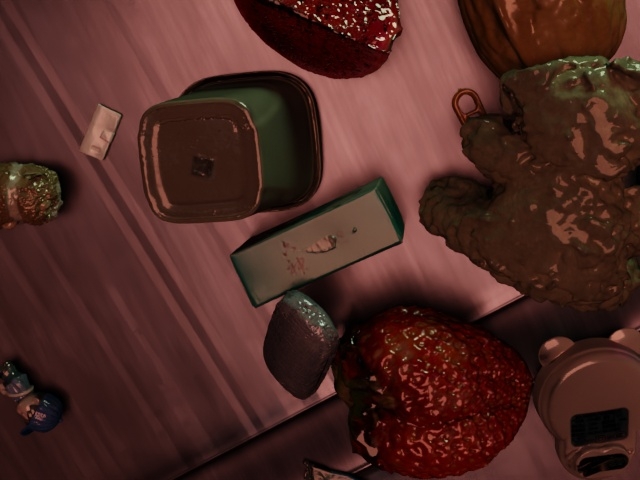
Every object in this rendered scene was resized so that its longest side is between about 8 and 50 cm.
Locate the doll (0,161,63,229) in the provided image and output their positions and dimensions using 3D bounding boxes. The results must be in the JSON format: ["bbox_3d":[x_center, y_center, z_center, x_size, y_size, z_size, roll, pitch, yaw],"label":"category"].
[{"bbox_3d":[-0.515,-0.069,1.420,0.221,0.105,0.115,-7,142,15],"label":"doll"}]

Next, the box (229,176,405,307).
[{"bbox_3d":[0.000,0.000,1.351,0.244,0.153,0.092,-24,97,9],"label":"box"}]

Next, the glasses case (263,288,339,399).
[{"bbox_3d":[-0.034,0.163,1.345,0.067,0.282,0.109,-37,73,-22],"label":"glasses case"}]

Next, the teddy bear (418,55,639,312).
[{"bbox_3d":[0.346,-0.087,1.220,0.357,0.224,0.368,24,116,4],"label":"teddy bear"}]

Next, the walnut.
[{"bbox_3d":[0.301,-0.327,1.225,0.225,0.225,0.261,-24,104,10],"label":"walnut"}]

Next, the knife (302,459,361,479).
[{"bbox_3d":[0.106,0.432,1.494,0.296,0.026,0.044,18,91,3],"label":"knife"}]

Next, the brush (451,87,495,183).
[{"bbox_3d":[0.282,-0.092,1.374,0.090,0.017,0.314,-26,97,11],"label":"brush"}]

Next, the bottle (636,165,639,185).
[{"bbox_3d":[0.592,-0.101,1.278,0.271,0.143,0.156,-7,145,5],"label":"bottle"}]

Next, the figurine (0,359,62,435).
[{"bbox_3d":[-0.490,0.262,1.510,0.079,0.077,0.136,-26,81,-23],"label":"figurine"}]

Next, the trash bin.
[{"bbox_3d":[-0.130,-0.128,1.292,0.219,0.250,0.220,-4,101,13],"label":"trash bin"}]

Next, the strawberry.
[{"bbox_3d":[0.168,0.216,1.342,0.288,0.238,0.250,-13,104,-5],"label":"strawberry"}]

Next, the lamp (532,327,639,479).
[{"bbox_3d":[0.419,0.251,1.382,0.179,0.108,0.246,-6,108,4],"label":"lamp"}]

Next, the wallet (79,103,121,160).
[{"bbox_3d":[-0.351,-0.172,1.426,0.044,0.011,0.083,25,102,0],"label":"wallet"}]

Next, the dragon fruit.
[{"bbox_3d":[-0.005,-0.335,1.294,0.261,0.163,0.189,26,132,4],"label":"dragon fruit"}]
